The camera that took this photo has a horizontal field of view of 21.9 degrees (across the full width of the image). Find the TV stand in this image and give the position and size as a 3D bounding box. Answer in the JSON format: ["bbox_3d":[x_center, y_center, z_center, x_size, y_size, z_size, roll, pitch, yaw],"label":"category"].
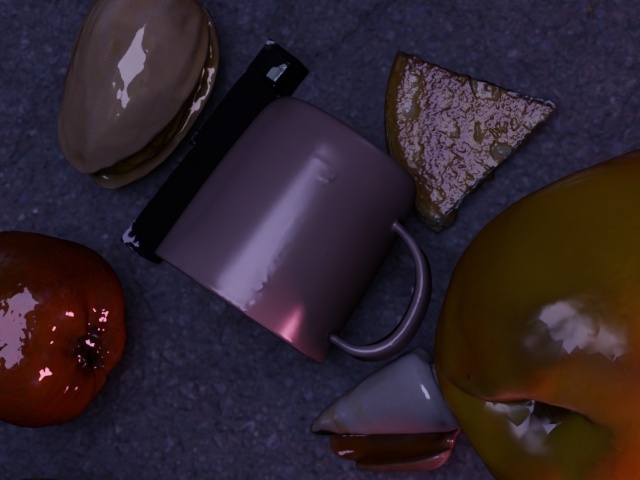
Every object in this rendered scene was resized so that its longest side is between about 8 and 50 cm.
[{"bbox_3d":[-0.109,-0.089,1.690,0.040,0.049,0.256,38,89,16],"label":"TV stand"}]

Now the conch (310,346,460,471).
[{"bbox_3d":[0.071,0.169,1.576,0.176,0.094,0.104,-27,114,12],"label":"conch"}]

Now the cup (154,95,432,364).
[{"bbox_3d":[0.000,0.000,1.572,0.253,0.191,0.200,33,86,21],"label":"cup"}]

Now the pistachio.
[{"bbox_3d":[-0.190,-0.166,1.670,0.157,0.157,0.229,19,86,16],"label":"pistachio"}]

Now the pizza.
[{"bbox_3d":[0.145,-0.120,1.640,0.176,0.036,0.185,-24,78,10],"label":"pizza"}]

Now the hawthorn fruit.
[{"bbox_3d":[-0.307,0.077,1.641,0.225,0.196,0.196,21,85,30],"label":"hawthorn fruit"}]

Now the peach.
[{"bbox_3d":[0.261,0.079,1.463,0.289,0.289,0.308,30,49,17],"label":"peach"}]

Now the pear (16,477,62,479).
[{"bbox_3d":[-0.291,0.355,1.523,0.294,0.294,0.294,-3,79,13],"label":"pear"}]
